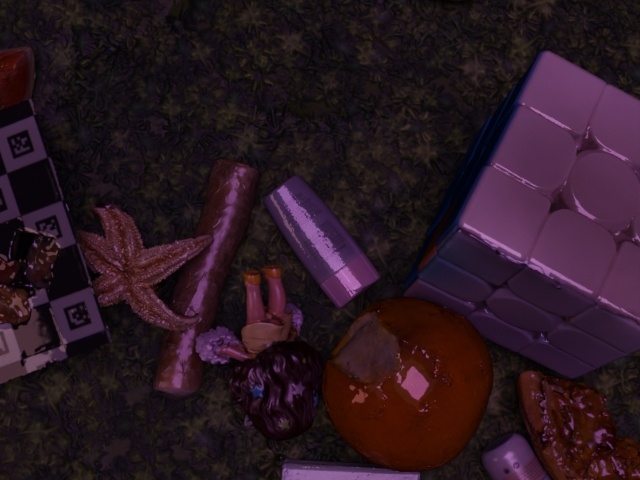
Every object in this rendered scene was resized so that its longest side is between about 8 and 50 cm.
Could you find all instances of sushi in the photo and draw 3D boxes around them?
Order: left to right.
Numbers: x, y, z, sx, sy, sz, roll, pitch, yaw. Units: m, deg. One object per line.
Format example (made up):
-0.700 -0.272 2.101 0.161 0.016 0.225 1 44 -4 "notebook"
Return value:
-0.490 0.027 1.335 0.343 0.064 0.359 -20 87 8 "sushi"

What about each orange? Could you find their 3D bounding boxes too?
0.117 0.192 1.284 0.239 0.240 0.240 1 82 -5 "orange"

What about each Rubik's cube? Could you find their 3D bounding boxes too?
0.319 -0.020 1.282 0.291 0.290 0.292 28 69 0 "Rubik's cube"

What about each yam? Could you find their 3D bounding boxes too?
-0.163 0.054 1.364 0.081 0.081 0.357 14 82 -3 "yam"

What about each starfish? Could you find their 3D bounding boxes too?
-0.258 0.038 1.323 0.216 0.071 0.238 -44 76 13 "starfish"

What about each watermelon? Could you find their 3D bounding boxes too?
-0.463 -0.215 1.367 0.125 0.094 0.135 -17 88 -15 "watermelon"

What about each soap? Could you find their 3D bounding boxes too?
0.038 0.371 1.339 0.198 0.063 0.115 3 83 -4 "soap"

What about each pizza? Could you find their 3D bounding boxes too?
0.393 0.299 1.350 0.305 0.085 0.161 48 60 3 "pizza"

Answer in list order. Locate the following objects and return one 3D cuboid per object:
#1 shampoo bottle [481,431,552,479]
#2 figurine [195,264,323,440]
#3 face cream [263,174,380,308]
0.307 0.370 1.358 0.074 0.074 0.192 -33 88 -8 "shampoo bottle"
-0.069 0.157 1.314 0.174 0.115 0.240 -14 92 -34 "figurine"
0.000 0.000 1.393 0.084 0.057 0.198 -36 88 -8 "face cream"
